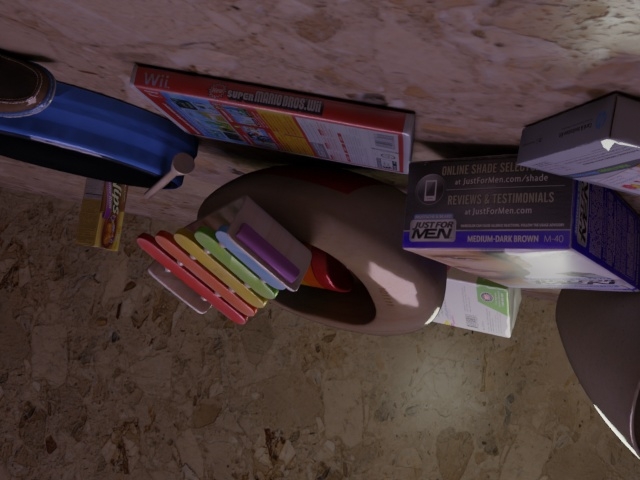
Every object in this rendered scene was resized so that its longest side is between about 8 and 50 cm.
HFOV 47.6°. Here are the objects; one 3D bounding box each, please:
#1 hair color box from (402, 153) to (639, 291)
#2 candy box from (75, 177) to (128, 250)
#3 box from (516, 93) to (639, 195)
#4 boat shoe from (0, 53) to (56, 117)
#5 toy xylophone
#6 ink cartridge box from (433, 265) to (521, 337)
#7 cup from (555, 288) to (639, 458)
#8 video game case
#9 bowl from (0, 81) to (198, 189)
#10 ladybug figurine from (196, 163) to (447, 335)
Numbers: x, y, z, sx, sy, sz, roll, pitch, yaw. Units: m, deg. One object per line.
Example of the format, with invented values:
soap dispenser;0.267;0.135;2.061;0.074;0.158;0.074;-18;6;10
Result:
hair color box;0.258;-0.009;0.873;0.185;0.110;0.339;0;168;35
candy box;-0.489;-0.075;1.639;0.053;0.187;0.109;8;174;13
box;0.283;-0.068;0.608;0.186;0.038;0.145;12;176;-12
boat shoe;-0.378;-0.178;0.787;0.183;0.066;0.066;11;174;15
toy xylophone;-0.151;0.008;1.001;0.236;0.081;0.322;38;152;-10
ink cartridge box;0.278;0.094;1.698;0.353;0.119;0.207;10;145;23
cup;0.496;0.131;1.083;0.331;0.331;0.237;15;-165;-33
video game case;-0.039;-0.127;0.801;0.285;0.025;0.204;11;176;7
bowl;-0.377;-0.153;1.061;0.391;0.077;0.391;12;175;1
ladybug figurine;0.000;0.000;1.095;0.449;0.162;0.305;10;144;38
